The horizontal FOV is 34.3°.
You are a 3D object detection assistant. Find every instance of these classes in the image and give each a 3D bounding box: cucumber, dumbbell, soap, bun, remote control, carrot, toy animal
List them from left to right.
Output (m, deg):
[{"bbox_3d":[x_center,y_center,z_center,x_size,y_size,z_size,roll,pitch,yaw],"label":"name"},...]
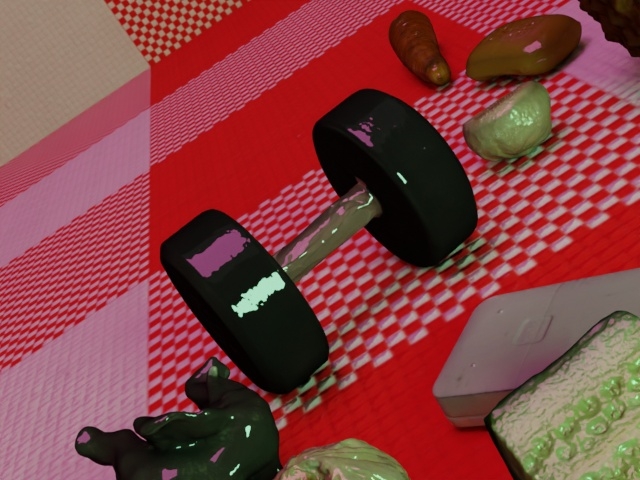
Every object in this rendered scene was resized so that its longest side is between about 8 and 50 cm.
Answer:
[{"bbox_3d":[-0.101,0.178,0.665,0.146,0.114,0.245,-18,47,51],"label":"toy animal"},{"bbox_3d":[-0.001,0.159,0.586,0.115,0.069,0.115,-31,20,13],"label":"bun"},{"bbox_3d":[0.000,0.000,0.820,0.218,0.152,0.152,-39,21,-14],"label":"dumbbell"},{"bbox_3d":[0.127,-0.227,1.271,0.061,0.061,0.209,-31,25,10],"label":"carrot"},{"bbox_3d":[0.170,-0.101,0.924,0.086,0.055,0.086,-33,7,4],"label":"bun"},{"bbox_3d":[0.211,-0.204,1.098,0.089,0.045,0.140,-46,23,-19],"label":"soap"},{"bbox_3d":[0.181,0.054,0.592,0.250,0.034,0.103,-16,27,41],"label":"remote control"},{"bbox_3d":[0.153,0.100,0.488,0.115,0.062,0.116,-36,40,-5],"label":"cucumber"}]

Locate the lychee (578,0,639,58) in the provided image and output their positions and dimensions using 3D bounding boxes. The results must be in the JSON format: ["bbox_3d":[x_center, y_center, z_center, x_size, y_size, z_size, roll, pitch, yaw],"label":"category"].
[{"bbox_3d":[0.310,-0.279,0.828,0.267,0.267,0.267,-29,21,13],"label":"lychee"}]
